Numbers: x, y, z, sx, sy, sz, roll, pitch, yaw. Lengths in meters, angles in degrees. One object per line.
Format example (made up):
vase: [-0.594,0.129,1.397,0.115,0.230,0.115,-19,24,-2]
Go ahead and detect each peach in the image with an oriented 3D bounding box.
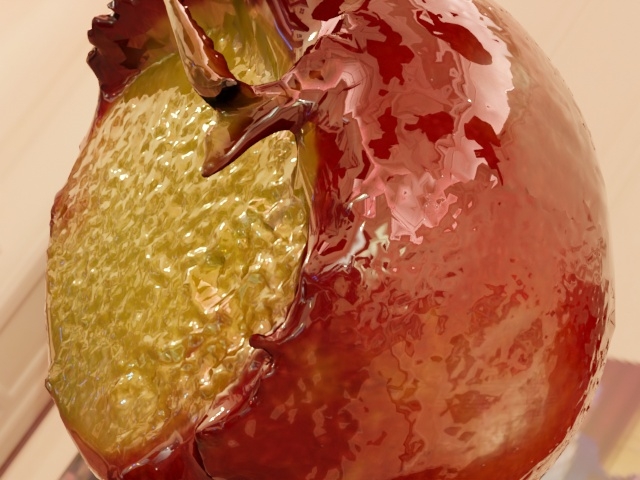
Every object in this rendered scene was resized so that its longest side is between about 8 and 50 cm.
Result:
peach: [0.010,-0.002,0.764,0.310,0.335,0.406,12,16,-26]
